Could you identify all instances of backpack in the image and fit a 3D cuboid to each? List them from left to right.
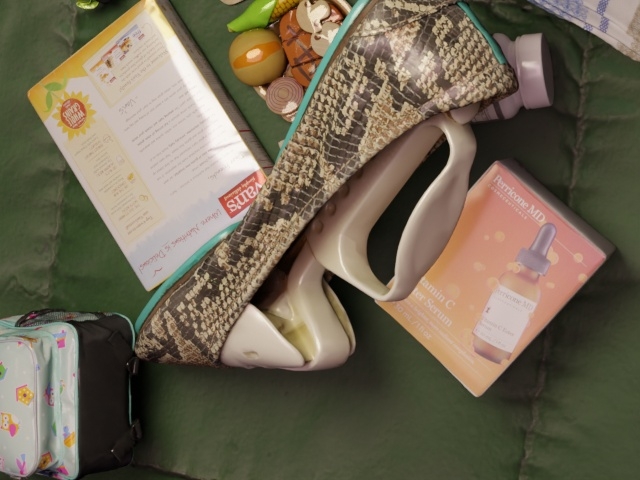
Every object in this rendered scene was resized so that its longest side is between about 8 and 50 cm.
[{"bbox_3d":[-0.283,0.151,1.280,0.188,0.144,0.166,1,95,46],"label":"backpack"}]

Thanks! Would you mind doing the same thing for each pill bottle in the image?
[{"bbox_3d":[0.136,-0.143,1.160,0.137,0.078,0.078,-7,93,18],"label":"pill bottle"}]

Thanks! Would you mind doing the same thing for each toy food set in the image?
[{"bbox_3d":[-0.022,-0.179,1.228,0.132,0.038,0.192,-23,88,18],"label":"toy food set"}]

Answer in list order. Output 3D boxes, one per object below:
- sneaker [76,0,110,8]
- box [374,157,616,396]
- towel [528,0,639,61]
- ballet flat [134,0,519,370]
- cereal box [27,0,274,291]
[{"bbox_3d":[-0.159,-0.315,1.253,0.234,0.084,0.097,-36,108,19],"label":"sneaker"},{"bbox_3d":[0.157,0.030,1.163,0.130,0.091,0.170,42,106,10],"label":"box"},{"bbox_3d":[0.252,-0.260,1.062,0.285,0.034,0.209,27,82,-8],"label":"towel"},{"bbox_3d":[0.000,0.000,1.125,0.182,0.164,0.483,49,122,18],"label":"ballet flat"},{"bbox_3d":[-0.160,-0.094,1.276,0.173,0.047,0.240,-33,85,18],"label":"cereal box"}]
